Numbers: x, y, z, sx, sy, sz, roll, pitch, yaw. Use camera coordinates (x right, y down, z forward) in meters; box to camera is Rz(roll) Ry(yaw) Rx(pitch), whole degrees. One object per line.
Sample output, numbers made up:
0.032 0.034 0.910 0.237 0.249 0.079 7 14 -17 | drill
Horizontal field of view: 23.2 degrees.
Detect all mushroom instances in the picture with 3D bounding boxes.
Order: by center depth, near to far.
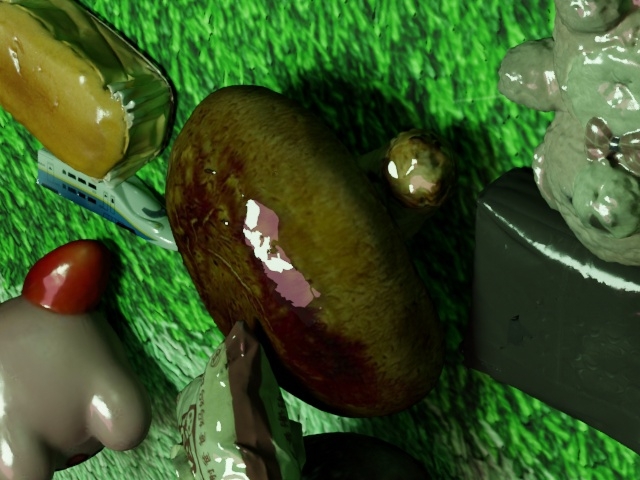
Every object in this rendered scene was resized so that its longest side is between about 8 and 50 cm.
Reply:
-0.021 0.011 1.492 0.345 0.239 0.345 174 90 -65 | mushroom

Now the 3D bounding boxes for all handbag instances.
0.229 0.074 1.370 0.247 0.080 0.223 28 132 33 | handbag
-0.080 0.207 1.466 0.235 0.127 0.213 130 126 -65 | handbag

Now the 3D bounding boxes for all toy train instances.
-0.232 -0.051 1.789 0.234 0.052 0.051 26 125 34 | toy train

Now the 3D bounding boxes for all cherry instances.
0.025 0.327 1.635 0.296 0.218 0.255 10 119 53 | cherry

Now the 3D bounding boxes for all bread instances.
-0.279 -0.175 1.719 0.241 0.107 0.136 40 134 20 | bread

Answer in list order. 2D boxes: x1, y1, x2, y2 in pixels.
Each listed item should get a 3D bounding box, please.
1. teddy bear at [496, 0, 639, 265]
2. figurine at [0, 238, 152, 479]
0.247 -0.101 1.191 0.236 0.151 0.267 25 125 25 | teddy bear
-0.345 0.160 1.913 0.261 0.269 0.211 64 167 -2 | figurine
